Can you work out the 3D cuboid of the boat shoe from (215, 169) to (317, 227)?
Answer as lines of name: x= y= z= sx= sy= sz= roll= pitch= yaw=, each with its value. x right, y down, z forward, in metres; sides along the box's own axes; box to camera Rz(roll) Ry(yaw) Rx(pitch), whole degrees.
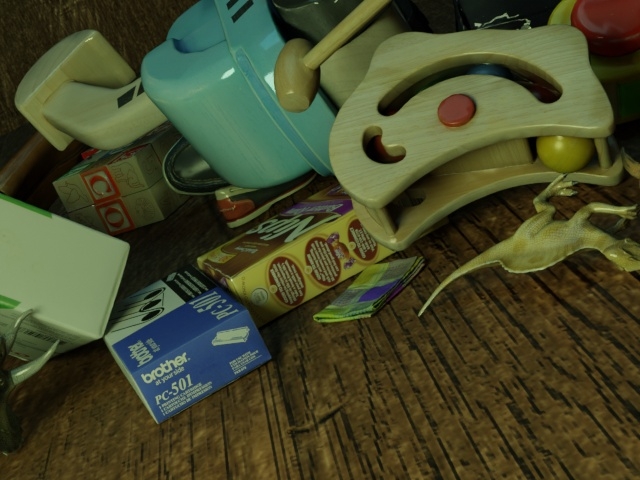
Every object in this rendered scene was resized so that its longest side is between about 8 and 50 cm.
boat shoe: x=-0.055 y=-0.062 z=1.414 sx=0.137 sy=0.043 sz=0.049 roll=-34 pitch=16 yaw=-35

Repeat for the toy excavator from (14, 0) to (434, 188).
toy excavator: x=-0.119 y=-0.172 z=1.386 sx=0.445 sy=0.222 sz=0.433 roll=-32 pitch=37 yaw=9

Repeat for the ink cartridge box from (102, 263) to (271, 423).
ink cartridge box: x=-0.113 y=0.074 z=1.046 sx=0.097 sy=0.046 sz=0.207 roll=-29 pitch=16 yaw=-12

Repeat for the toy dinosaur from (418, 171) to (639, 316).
toy dinosaur: x=0.144 y=0.000 z=0.882 sx=0.183 sy=0.053 sz=0.092 roll=-11 pitch=22 yaw=41

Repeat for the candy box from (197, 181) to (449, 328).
candy box: x=0.000 y=0.000 z=1.108 sx=0.187 sy=0.053 sz=0.109 roll=-30 pitch=17 yaw=-14

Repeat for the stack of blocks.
stack of blocks: x=-0.214 y=-0.103 z=1.711 sx=0.171 sy=0.087 sz=0.297 roll=-16 pitch=18 yaw=30

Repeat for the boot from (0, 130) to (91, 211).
boot: x=-0.336 y=-0.085 z=1.787 sx=0.264 sy=0.096 sz=0.280 roll=100 pitch=-168 yaw=-58

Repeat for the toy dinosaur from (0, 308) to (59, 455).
toy dinosaur: x=-0.342 y=0.158 z=1.056 sx=0.313 sy=0.121 sz=0.160 roll=-17 pitch=5 yaw=43

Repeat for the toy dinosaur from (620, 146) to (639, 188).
toy dinosaur: x=0.334 y=-0.146 z=0.961 sx=0.200 sy=0.127 sz=0.296 roll=-19 pitch=9 yaw=45

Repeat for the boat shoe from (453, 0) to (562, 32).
boat shoe: x=0.284 y=-0.251 z=1.297 sx=0.341 sy=0.158 sz=0.127 roll=-24 pitch=15 yaw=4

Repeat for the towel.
towel: x=0.037 y=0.037 z=1.007 sx=0.060 sy=0.009 sz=0.083 roll=-10 pitch=21 yaw=41

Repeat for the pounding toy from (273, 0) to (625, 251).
pounding toy: x=0.082 y=-0.094 z=0.992 sx=0.270 sy=0.155 sz=0.154 roll=0 pitch=60 yaw=19

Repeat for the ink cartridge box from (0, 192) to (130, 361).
ink cartridge box: x=-0.268 y=0.033 z=1.126 sx=0.208 sy=0.153 sz=0.087 roll=-23 pitch=49 yaw=62

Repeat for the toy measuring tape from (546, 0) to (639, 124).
toy measuring tape: x=0.185 y=-0.146 z=1.129 sx=0.330 sy=0.121 sz=0.121 roll=-12 pitch=17 yaw=6

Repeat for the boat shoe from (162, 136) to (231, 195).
boat shoe: x=-0.059 y=-0.118 z=1.522 sx=0.254 sy=0.095 sz=0.079 roll=-17 pitch=3 yaw=-5
